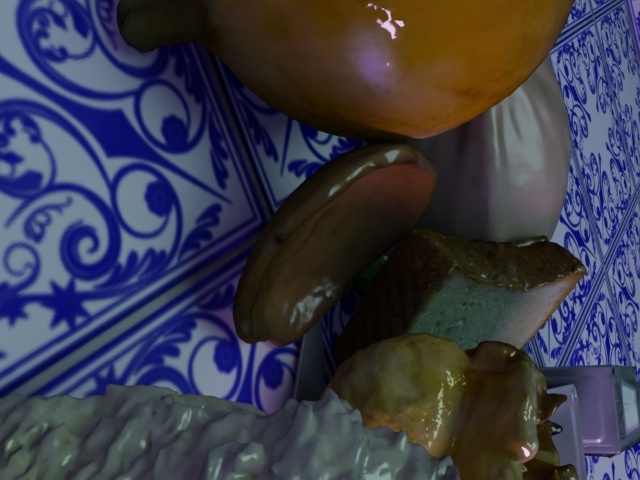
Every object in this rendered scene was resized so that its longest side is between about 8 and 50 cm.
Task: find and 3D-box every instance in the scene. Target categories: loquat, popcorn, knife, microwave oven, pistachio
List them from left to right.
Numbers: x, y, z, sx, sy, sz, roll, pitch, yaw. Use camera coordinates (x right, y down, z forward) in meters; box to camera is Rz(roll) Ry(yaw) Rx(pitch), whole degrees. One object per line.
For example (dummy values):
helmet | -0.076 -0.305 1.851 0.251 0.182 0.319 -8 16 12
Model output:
knife | -0.019 0.168 0.587 0.058 0.032 0.244 45 44 -38
loquat | 0.017 -0.226 0.510 0.360 0.328 0.328 -23 104 -10
popcorn | 0.080 0.176 0.541 0.190 0.253 0.191 46 24 16
pistachio | 0.171 -0.080 0.766 0.226 0.208 0.331 -108 -174 -68
microwave oven | 0.379 0.245 0.987 0.208 0.162 0.122 16 69 -55

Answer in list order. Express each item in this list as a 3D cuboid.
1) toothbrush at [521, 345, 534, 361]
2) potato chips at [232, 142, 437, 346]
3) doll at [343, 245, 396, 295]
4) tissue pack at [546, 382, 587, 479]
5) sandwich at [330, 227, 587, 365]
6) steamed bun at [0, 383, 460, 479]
toothbrush | 0.250 0.096 0.966 0.275 0.019 0.025 55 48 -30
potato chips | 0.000 -0.001 0.547 0.195 0.208 0.062 -30 65 -31
doll | 0.060 0.045 0.701 0.190 0.050 0.115 40 59 -36
tissue pack | 0.189 0.242 0.750 0.246 0.136 0.159 10 73 -52
sandwich | 0.131 0.071 0.657 0.215 0.186 0.065 5 36 -40
steamed bun | -0.100 0.204 0.312 0.272 0.273 0.290 25 47 2
